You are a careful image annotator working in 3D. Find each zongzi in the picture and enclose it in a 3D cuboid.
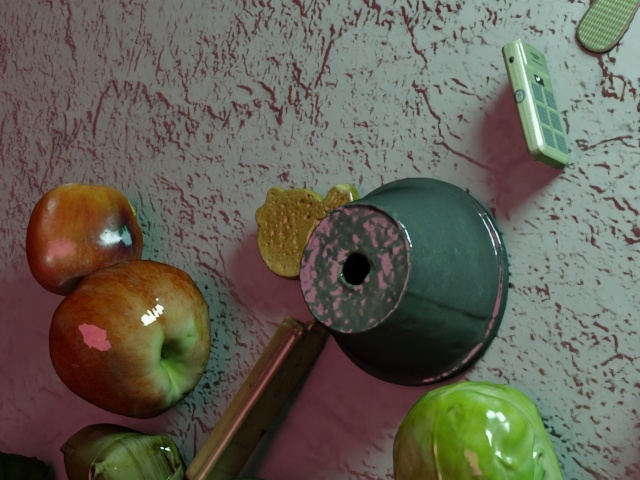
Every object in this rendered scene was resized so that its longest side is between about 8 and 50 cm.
[{"bbox_3d":[-0.247,0.407,1.848,0.300,0.145,0.274,62,157,-11],"label":"zongzi"}]

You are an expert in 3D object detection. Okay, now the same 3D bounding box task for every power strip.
[{"bbox_3d":[0.259,-0.171,1.546,0.028,0.076,0.169,-24,66,33],"label":"power strip"},{"bbox_3d":[-0.086,0.220,1.737,0.044,0.064,0.305,35,93,42],"label":"power strip"}]

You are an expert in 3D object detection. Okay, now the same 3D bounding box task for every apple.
[{"bbox_3d":[-0.364,-0.005,1.987,0.199,0.199,0.199,-10,74,39],"label":"apple"}]

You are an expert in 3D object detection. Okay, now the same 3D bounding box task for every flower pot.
[{"bbox_3d":[0.080,0.045,1.574,0.269,0.166,0.269,-4,83,32],"label":"flower pot"}]

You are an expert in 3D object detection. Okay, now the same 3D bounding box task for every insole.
[{"bbox_3d":[0.383,-0.336,1.522,0.086,0.005,0.253,38,106,39],"label":"insole"}]

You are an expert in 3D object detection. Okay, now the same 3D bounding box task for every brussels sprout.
[{"bbox_3d":[0.172,0.266,1.467,0.223,0.161,0.223,-20,59,38],"label":"brussels sprout"}]

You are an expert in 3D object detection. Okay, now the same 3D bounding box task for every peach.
[{"bbox_3d":[-0.283,0.136,1.852,0.256,0.232,0.232,24,96,43],"label":"peach"}]

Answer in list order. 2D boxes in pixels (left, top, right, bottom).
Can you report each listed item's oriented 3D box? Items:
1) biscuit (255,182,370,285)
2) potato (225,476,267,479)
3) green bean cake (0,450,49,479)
[{"bbox_3d":[0.000,0.000,1.752,0.225,0.036,0.166,10,90,35],"label":"biscuit"},{"bbox_3d":[-0.101,0.382,1.638,0.197,0.228,0.148,-19,87,29],"label":"potato"},{"bbox_3d":[-0.585,0.417,2.024,0.247,0.250,0.156,-22,68,37],"label":"green bean cake"}]
